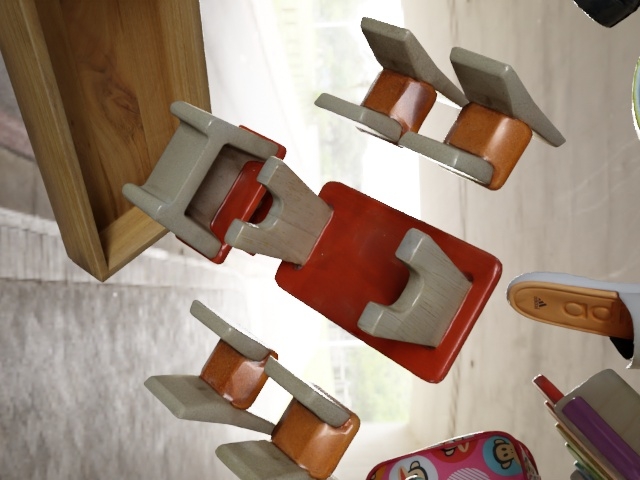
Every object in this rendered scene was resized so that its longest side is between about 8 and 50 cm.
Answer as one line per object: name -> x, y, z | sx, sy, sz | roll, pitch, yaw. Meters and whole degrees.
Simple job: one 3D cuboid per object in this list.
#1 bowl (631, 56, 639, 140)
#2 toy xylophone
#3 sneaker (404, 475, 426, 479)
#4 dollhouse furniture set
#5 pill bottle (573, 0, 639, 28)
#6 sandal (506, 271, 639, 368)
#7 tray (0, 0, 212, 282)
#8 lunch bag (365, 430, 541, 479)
bowl -> 0.531, -0.155, 1.086 | 0.156, 0.290, 0.289 | 59, 27, -70
toy xylophone -> 0.339, 0.253, 0.894 | 0.236, 0.081, 0.322 | 47, -6, 41
sneaker -> 0.050, 0.294, 0.925 | 0.166, 0.076, 0.065 | -51, -171, 38
dollhouse furniture set -> 0.000, 0.000, 0.568 | 0.135, 0.259, 0.262 | 30, 90, -49
pill bottle -> 0.262, -0.251, 0.588 | 0.219, 0.123, 0.122 | -38, -142, 34
sandal -> 0.325, 0.098, 0.919 | 0.076, 0.265, 0.102 | -63, 147, -37
tray -> -0.219, -0.160, 0.928 | 0.203, 0.076, 0.410 | -42, 151, -32
lunch bag -> 0.173, 0.405, 1.085 | 0.120, 0.258, 0.293 | 41, 33, -63
